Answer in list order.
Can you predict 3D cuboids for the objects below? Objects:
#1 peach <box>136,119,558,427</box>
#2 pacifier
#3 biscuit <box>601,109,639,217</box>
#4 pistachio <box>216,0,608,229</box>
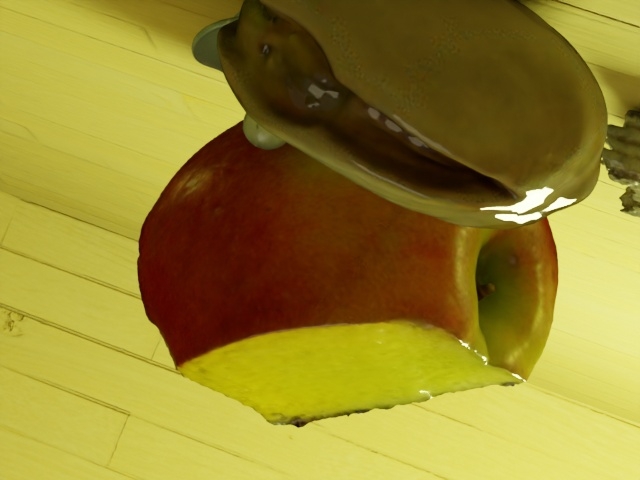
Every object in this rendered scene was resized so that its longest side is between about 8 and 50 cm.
[{"bbox_3d":[0.000,0.000,1.467,0.380,0.306,0.242,-12,142,38],"label":"peach"},{"bbox_3d":[-0.035,-0.132,1.375,0.127,0.116,0.150,-11,154,20],"label":"pacifier"},{"bbox_3d":[0.334,-0.035,1.254,0.239,0.062,0.108,16,167,23],"label":"biscuit"},{"bbox_3d":[0.071,-0.116,1.147,0.288,0.197,0.166,32,127,2],"label":"pistachio"}]
